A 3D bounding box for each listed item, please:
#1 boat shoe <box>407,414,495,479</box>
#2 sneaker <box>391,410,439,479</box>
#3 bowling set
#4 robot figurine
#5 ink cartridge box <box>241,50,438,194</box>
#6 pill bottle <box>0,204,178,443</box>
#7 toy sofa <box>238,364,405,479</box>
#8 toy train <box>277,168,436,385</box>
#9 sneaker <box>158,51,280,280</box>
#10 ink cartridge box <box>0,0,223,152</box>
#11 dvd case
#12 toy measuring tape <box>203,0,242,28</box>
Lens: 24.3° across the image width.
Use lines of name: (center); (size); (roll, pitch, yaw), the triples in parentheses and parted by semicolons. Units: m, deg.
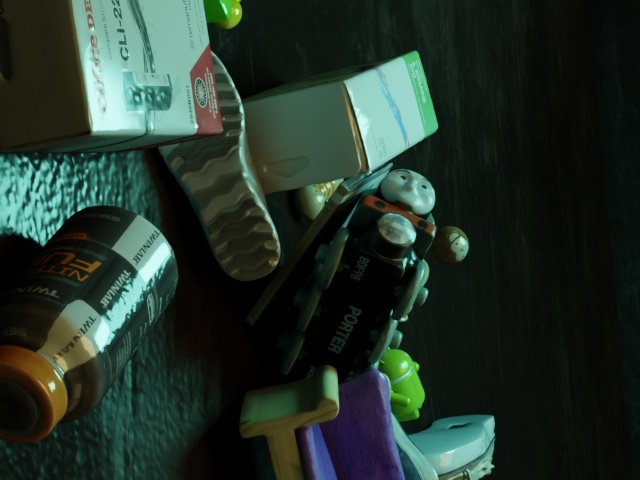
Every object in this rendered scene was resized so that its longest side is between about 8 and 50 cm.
boat shoe: (0.192, 0.360, 2.233); (0.367, 0.135, 0.156); (-3, 87, -76)
sneaker: (0.034, 0.287, 1.940); (0.226, 0.163, 0.086); (-137, -141, -58)
bowling set: (0.088, 0.020, 2.032); (0.287, 0.200, 0.154); (69, 27, -16)
robot figurine: (0.110, 0.207, 2.157); (0.101, 0.067, 0.115); (-65, 139, -56)
ink cartridge box: (0.004, -0.148, 1.881); (0.278, 0.201, 0.117); (-34, 111, -64)
pill bottle: (-0.231, 0.079, 1.359); (0.246, 0.130, 0.130); (-61, 136, -55)
toy sofa: (0.030, 0.339, 1.749); (0.150, 0.177, 0.363); (-82, 160, -80)
toy train: (0.049, 0.058, 1.840); (0.334, 0.142, 0.190); (113, -1, -45)
sneaker: (-0.130, -0.091, 1.732); (0.115, 0.105, 0.281); (-132, -154, -79)
ink cartridge box: (-0.221, -0.193, 1.500); (0.273, 0.114, 0.197); (-11, 92, -65)
dvd case: (0.000, 0.000, 1.850); (0.018, 0.221, 0.164); (39, 24, 9)
toy measuring tape: (-0.156, -0.388, 1.708); (0.121, 0.121, 0.330); (-74, 150, -44)
